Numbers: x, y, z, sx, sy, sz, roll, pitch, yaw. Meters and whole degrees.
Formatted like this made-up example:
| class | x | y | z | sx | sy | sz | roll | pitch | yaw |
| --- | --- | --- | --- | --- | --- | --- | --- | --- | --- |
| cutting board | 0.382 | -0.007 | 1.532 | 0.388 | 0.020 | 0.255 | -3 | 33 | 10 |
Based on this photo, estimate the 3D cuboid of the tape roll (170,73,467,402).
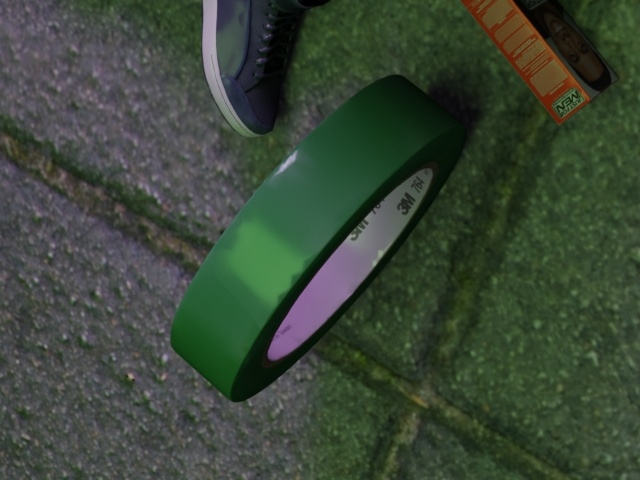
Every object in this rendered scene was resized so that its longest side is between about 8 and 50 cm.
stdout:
| class | x | y | z | sx | sy | sz | roll | pitch | yaw |
| --- | --- | --- | --- | --- | --- | --- | --- | --- | --- |
| tape roll | 0.000 | 0.000 | 1.428 | 0.077 | 0.321 | 0.321 | 41 | 125 | 11 |

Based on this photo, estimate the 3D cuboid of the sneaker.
| class | x | y | z | sx | sy | sz | roll | pitch | yaw |
| --- | --- | --- | --- | --- | --- | --- | --- | --- | --- |
| sneaker | -0.030 | -0.204 | 1.505 | 0.163 | 0.086 | 0.226 | 4 | 111 | 33 |

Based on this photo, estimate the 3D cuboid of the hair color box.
| class | x | y | z | sx | sy | sz | roll | pitch | yaw |
| --- | --- | --- | --- | --- | --- | --- | --- | --- | --- |
| hair color box | 0.191 | -0.175 | 1.392 | 0.043 | 0.072 | 0.141 | -39 | 89 | 37 |
